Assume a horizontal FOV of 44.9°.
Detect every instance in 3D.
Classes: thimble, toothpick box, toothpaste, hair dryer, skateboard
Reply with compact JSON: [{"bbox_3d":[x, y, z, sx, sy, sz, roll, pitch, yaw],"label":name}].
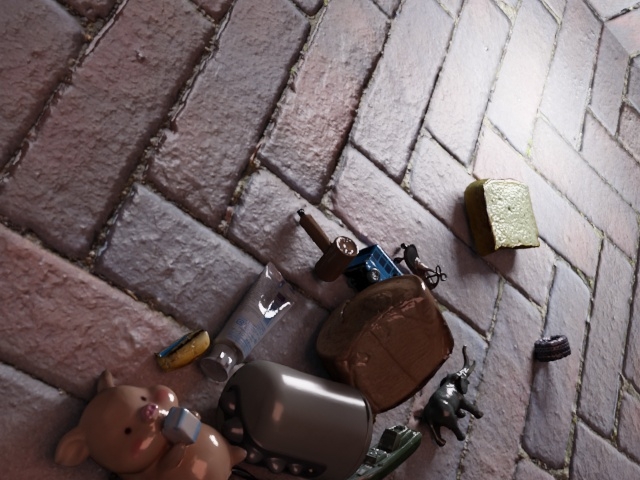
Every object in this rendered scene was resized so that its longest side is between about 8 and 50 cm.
[{"bbox_3d":[0.690,0.321,2.305,0.104,0.095,0.066,-14,90,-57],"label":"thimble"},{"bbox_3d":[-0.069,0.369,1.555,0.316,0.229,0.229,24,63,-33],"label":"toothpick box"},{"bbox_3d":[-0.149,0.174,1.648,0.114,0.073,0.299,54,43,-15],"label":"toothpaste"},{"bbox_3d":[0.000,0.000,1.813,0.064,0.117,0.181,-21,68,-45],"label":"hair dryer"},{"bbox_3d":[0.265,0.069,2.019,0.151,0.080,0.067,49,46,-22],"label":"skateboard"}]

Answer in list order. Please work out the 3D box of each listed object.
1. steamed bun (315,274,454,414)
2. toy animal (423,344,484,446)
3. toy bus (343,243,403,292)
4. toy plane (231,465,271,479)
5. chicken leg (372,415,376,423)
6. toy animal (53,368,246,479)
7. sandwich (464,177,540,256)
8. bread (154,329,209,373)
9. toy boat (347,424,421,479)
[{"bbox_3d":[0.136,0.230,1.783,0.301,0.199,0.251,-36,119,-9],"label":"steamed bun"},{"bbox_3d":[0.353,0.409,1.997,0.137,0.082,0.269,53,51,-17],"label":"toy animal"},{"bbox_3d":[0.151,0.107,1.904,0.184,0.090,0.106,49,48,-18],"label":"toy bus"},{"bbox_3d":[-0.120,0.545,1.545,0.382,0.106,0.155,31,53,-30],"label":"toy plane"},{"bbox_3d":[0.092,0.428,1.783,0.178,0.070,0.093,-34,123,-45],"label":"chicken leg"},{"bbox_3d":[-0.293,0.361,1.363,0.256,0.213,0.195,52,36,-20],"label":"toy animal"},{"bbox_3d":[0.532,-0.071,2.284,0.251,0.087,0.226,-4,83,-44],"label":"sandwich"},{"bbox_3d":[-0.269,0.218,1.521,0.106,0.072,0.053,-38,103,-42],"label":"bread"},{"bbox_3d":[0.136,0.498,1.787,0.260,0.078,0.085,-22,110,-43],"label":"toy boat"}]
